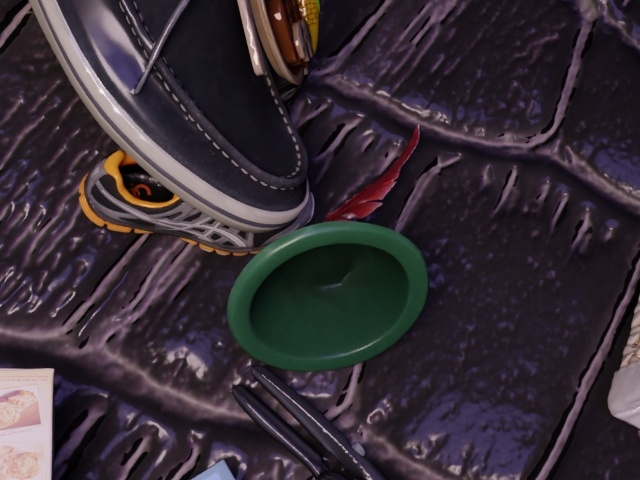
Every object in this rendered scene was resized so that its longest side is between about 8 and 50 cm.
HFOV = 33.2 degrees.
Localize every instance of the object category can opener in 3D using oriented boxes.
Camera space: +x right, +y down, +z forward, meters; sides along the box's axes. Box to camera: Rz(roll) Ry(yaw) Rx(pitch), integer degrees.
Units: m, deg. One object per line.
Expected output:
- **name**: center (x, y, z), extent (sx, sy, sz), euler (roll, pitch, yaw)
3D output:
- **can opener**: center (-0.002, 0.181, 0.943), extent (0.059, 0.073, 0.186), euler (-39, 77, -15)

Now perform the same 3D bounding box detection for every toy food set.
- **toy food set**: center (-0.027, -0.193, 0.874), extent (0.039, 0.192, 0.132), euler (-12, 98, 12)

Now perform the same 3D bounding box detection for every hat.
- **hat**: center (0.000, 0.000, 1.006), extent (0.208, 0.173, 0.183), euler (4, 37, -21)

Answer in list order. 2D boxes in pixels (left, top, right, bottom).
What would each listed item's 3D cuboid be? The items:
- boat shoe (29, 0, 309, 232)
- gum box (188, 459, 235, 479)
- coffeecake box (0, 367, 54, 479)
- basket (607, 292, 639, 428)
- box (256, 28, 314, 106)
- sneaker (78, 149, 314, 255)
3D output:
- **boat shoe**: center (-0.137, -0.234, 0.872), extent (0.500, 0.156, 0.187), euler (61, 32, -7)
- **gum box**: center (-0.102, 0.302, 0.884), extent (0.157, 0.041, 0.184), euler (-29, 82, -22)
- **coffeecake box**: center (-0.239, 0.202, 0.823), extent (0.068, 0.142, 0.185), euler (1, 72, -14)
- **basket**: center (0.498, 0.076, 0.976), extent (0.328, 0.331, 0.266), euler (26, 62, -6)
- **box**: center (-0.053, -0.160, 1.022), extent (0.052, 0.083, 0.062), euler (-32, 83, -24)
- **sneaker**: center (-0.107, -0.039, 0.970), extent (0.215, 0.083, 0.084), euler (3, 70, -17)
